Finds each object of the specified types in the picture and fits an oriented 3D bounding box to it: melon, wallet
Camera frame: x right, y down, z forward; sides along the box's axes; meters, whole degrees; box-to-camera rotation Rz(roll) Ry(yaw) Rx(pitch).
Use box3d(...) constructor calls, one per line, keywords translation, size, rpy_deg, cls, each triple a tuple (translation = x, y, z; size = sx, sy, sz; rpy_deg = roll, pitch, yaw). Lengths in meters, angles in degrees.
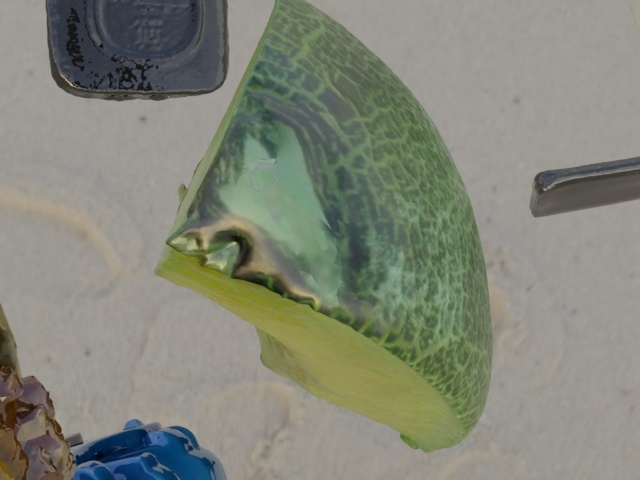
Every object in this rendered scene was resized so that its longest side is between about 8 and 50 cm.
box3d(translation=(0.000, 0.000, 0.898), size=(0.226, 0.343, 0.331), rpy_deg=(-13, 89, -11), cls="melon")
box3d(translation=(0.407, -0.084, 1.941), size=(0.250, 0.149, 0.044), rpy_deg=(-11, 76, 4), cls="wallet")

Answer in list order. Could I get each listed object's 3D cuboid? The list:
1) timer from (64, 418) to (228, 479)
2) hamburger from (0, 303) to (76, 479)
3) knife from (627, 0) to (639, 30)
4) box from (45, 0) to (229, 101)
box3d(translation=(-0.223, 0.200, 0.878), size=(0.309, 0.340, 0.115), rpy_deg=(-15, 88, 13), cls="timer")
box3d(translation=(-0.207, 0.079, 0.556), size=(0.245, 0.282, 0.155), rpy_deg=(-10, 47, -31), cls="hamburger")
box3d(translation=(0.270, -0.152, 1.142), size=(0.043, 0.081, 0.336), rpy_deg=(-24, 94, -8), cls="knife")
box3d(translation=(-0.190, -0.248, 1.519), size=(0.212, 0.042, 0.201), rpy_deg=(-1, 85, -31), cls="box")
